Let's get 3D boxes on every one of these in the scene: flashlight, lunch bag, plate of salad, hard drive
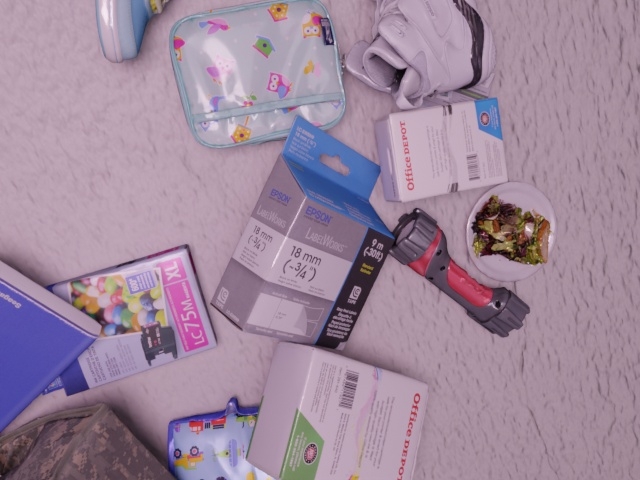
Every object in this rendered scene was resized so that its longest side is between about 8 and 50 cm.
[{"bbox_3d":[0.264,0.065,1.016,0.304,0.103,0.103,35,86,-13],"label":"flashlight"},{"bbox_3d":[-0.150,0.432,0.963,0.220,0.138,0.294,-6,90,0],"label":"lunch bag"},{"bbox_3d":[-0.094,-0.266,0.890,0.279,0.108,0.224,-13,100,-10],"label":"lunch bag"},{"bbox_3d":[-0.403,0.404,0.866,0.286,0.169,0.235,-19,116,26],"label":"lunch bag"},{"bbox_3d":[0.381,-0.015,1.057,0.199,0.048,0.200,-2,99,-12],"label":"plate of salad"},{"bbox_3d":[-0.527,0.184,0.830,0.318,0.040,0.210,-42,116,13],"label":"hard drive"}]

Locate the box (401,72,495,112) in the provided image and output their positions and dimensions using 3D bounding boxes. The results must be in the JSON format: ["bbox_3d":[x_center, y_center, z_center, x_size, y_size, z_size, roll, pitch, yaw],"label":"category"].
[{"bbox_3d":[0.227,-0.239,0.998,0.145,0.038,0.186,15,93,-13],"label":"box"}]

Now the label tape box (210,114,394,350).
[{"bbox_3d":[0.000,0.000,0.897,0.240,0.106,0.334,22,94,-45],"label":"label tape box"}]

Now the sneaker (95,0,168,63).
[{"bbox_3d":[-0.218,-0.412,0.816,0.208,0.127,0.319,7,85,-14],"label":"sneaker"}]

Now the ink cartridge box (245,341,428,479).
[{"bbox_3d":[0.038,0.309,0.927,0.278,0.117,0.202,25,73,-33],"label":"ink cartridge box"}]

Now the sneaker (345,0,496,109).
[{"bbox_3d":[0.121,-0.385,0.864,0.210,0.137,0.366,-32,94,-26],"label":"sneaker"}]

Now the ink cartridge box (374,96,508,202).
[{"bbox_3d":[0.207,-0.155,0.937,0.203,0.086,0.148,-11,98,-12],"label":"ink cartridge box"}]

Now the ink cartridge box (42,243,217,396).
[{"bbox_3d":[-0.351,0.140,0.917,0.311,0.065,0.186,-17,100,-8],"label":"ink cartridge box"}]
